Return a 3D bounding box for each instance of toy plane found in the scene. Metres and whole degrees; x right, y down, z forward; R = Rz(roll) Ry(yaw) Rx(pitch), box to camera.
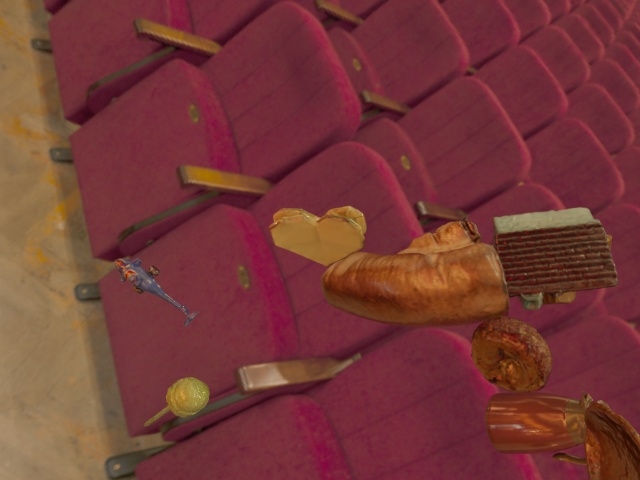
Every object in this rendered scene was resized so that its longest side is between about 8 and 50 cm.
[{"bbox_3d":[-0.288,0.086,1.022,0.167,0.054,0.062,41,3,-20],"label":"toy plane"}]

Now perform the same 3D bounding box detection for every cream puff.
[{"bbox_3d":[0.335,0.196,1.030,0.149,0.149,0.084,51,52,-1],"label":"cream puff"}]

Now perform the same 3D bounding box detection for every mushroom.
[{"bbox_3d":[0.205,0.121,1.360,0.313,0.398,0.224,-96,170,-71],"label":"mushroom"}]

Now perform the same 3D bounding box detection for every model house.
[{"bbox_3d":[0.567,0.081,1.419,0.248,0.281,0.229,-84,164,-52],"label":"model house"}]

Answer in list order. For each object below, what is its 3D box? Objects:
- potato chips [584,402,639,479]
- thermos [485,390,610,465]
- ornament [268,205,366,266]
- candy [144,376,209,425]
[{"bbox_3d":[0.427,0.322,0.834,0.202,0.049,0.150,-39,130,-82],"label":"potato chips"},{"bbox_3d":[0.541,0.433,1.363,0.146,0.265,0.176,-27,96,-44],"label":"thermos"},{"bbox_3d":[0.000,0.000,1.283,0.180,0.201,0.059,77,18,-49],"label":"ornament"},{"bbox_3d":[-0.370,0.412,1.440,0.092,0.335,0.093,36,48,-14],"label":"candy"}]
